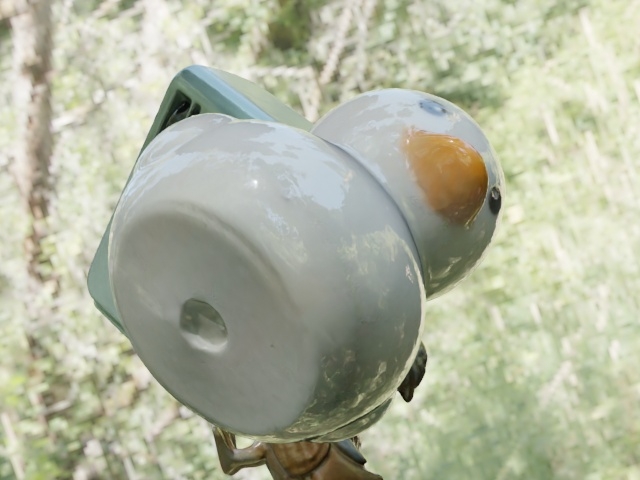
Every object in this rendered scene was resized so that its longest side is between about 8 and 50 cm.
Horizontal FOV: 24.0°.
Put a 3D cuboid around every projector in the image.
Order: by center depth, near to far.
[{"bbox_3d":[-0.085,-0.004,1.358,0.198,0.250,0.108,37,19,36],"label":"projector"}]

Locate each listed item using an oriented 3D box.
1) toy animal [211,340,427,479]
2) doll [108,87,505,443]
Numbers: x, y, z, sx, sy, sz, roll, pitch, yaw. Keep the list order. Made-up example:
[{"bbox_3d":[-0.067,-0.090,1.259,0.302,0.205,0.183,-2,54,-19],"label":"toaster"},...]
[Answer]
[{"bbox_3d":[0.011,0.159,1.177,0.179,0.188,0.089,-15,-8,-1],"label":"toy animal"},{"bbox_3d":[0.000,0.000,0.904,0.221,0.221,0.251,-22,-6,-43],"label":"doll"}]
